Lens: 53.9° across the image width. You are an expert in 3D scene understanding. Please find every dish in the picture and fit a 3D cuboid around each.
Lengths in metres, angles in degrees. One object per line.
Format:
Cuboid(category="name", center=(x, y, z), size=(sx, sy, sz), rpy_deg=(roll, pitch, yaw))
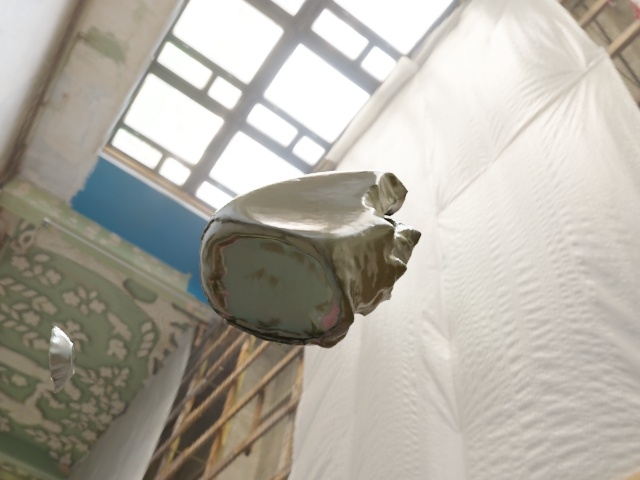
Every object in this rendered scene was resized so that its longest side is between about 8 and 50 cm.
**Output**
Cuboid(category="dish", center=(-0.494, 0.233, 1.211), size=(0.091, 0.039, 0.137), rpy_deg=(-114, -153, -56))

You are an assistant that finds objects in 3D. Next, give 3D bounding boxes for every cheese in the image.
Cuboid(category="cheese", center=(0.000, 0.000, 0.531), size=(0.175, 0.091, 0.202), rpy_deg=(13, -149, 36))
